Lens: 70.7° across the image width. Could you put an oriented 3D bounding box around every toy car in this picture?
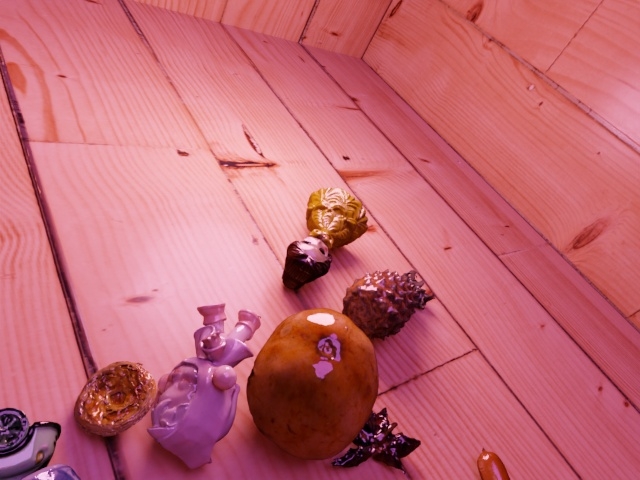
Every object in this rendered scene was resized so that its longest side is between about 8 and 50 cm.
[{"bbox_3d":[-0.481,0.291,0.531,0.306,0.136,0.125,2,55,-35],"label":"toy car"}]

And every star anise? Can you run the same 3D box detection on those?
[{"bbox_3d":[0.106,0.388,0.915,0.213,0.053,0.157,13,41,-21],"label":"star anise"}]

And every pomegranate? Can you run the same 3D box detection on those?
[{"bbox_3d":[-0.010,0.260,0.825,0.261,0.260,0.260,20,38,-16],"label":"pomegranate"}]

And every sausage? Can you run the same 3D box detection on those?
[{"bbox_3d":[0.381,0.531,0.949,0.062,0.054,0.183,-14,51,-5],"label":"sausage"}]

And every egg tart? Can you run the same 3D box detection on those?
[{"bbox_3d":[-0.329,0.260,0.732,0.129,0.049,0.128,-1,46,1],"label":"egg tart"}]

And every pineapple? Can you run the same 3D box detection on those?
[{"bbox_3d":[0.193,0.143,1.191,0.175,0.175,0.361,44,29,16],"label":"pineapple"}]

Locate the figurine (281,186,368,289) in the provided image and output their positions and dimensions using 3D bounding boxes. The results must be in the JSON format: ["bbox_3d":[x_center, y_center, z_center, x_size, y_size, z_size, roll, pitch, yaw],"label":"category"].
[{"bbox_3d":[0.003,-0.003,1.193,0.187,0.168,0.315,55,32,-14],"label":"figurine"}]

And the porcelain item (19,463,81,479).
[{"bbox_3d":[-0.342,0.362,0.537,0.114,0.147,0.147,44,38,15],"label":"porcelain item"}]

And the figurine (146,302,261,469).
[{"bbox_3d":[-0.192,0.235,0.776,0.133,0.200,0.275,44,46,-31],"label":"figurine"}]
